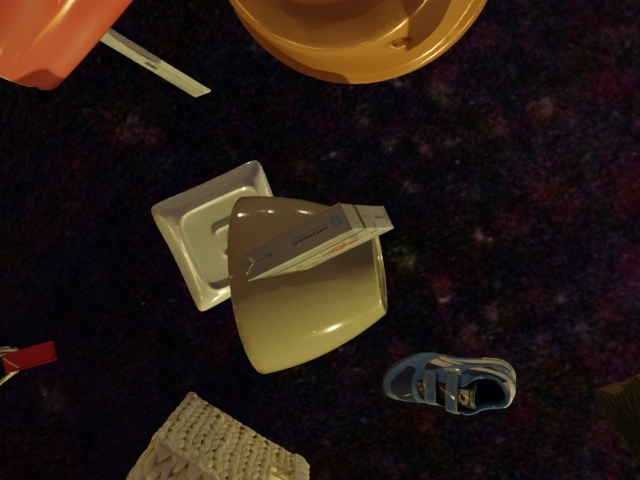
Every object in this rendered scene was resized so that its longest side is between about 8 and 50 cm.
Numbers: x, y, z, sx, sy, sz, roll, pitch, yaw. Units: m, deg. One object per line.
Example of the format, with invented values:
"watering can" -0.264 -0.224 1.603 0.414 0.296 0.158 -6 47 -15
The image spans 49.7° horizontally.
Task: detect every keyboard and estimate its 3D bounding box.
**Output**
"keyboard" -0.354 -0.374 1.464 0.256 0.072 0.014 28 78 -34

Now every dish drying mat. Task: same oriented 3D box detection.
"dish drying mat" -0.465 0.187 1.104 0.083 0.008 0.032 -16 79 -2

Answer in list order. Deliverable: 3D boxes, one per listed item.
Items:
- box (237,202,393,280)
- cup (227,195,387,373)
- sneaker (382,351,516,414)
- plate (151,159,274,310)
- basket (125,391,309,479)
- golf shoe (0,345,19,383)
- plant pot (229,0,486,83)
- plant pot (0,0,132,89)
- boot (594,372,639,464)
"box" 0.000 0.000 0.875 0.038 0.145 0.186 66 19 6
"cup" -0.006 0.067 1.268 0.237 0.331 0.330 -7 70 10
"sneaker" 0.138 0.154 0.737 0.144 0.059 0.053 -3 107 7
"plate" -0.209 -0.009 1.607 0.278 0.045 0.277 -27 106 -16
"basket" -0.211 0.472 1.118 0.266 0.328 0.331 33 90 0
"golf shoe" -0.633 0.255 1.253 0.186 0.086 0.067 -34 101 -17
"plant pot" 0.024 -0.280 0.627 0.291 0.291 0.203 47 21 -7
"plant pot" -0.402 -0.365 0.963 0.275 0.243 0.275 34 15 -11
"boot" 0.368 0.087 0.537 0.270 0.236 0.089 -29 70 0
